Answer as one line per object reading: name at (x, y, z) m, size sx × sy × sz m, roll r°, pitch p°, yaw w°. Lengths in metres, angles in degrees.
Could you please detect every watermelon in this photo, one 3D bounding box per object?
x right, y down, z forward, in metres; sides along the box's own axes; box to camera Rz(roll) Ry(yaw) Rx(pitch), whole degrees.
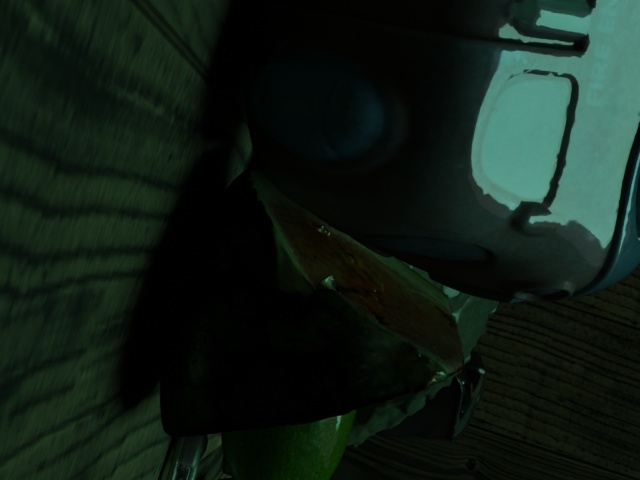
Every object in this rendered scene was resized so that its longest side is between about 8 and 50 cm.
watermelon at (-0.014, 0.022, 0.940) m, size 0.303 × 0.159 × 0.128 m, roll -17°, pitch 95°, yaw -84°

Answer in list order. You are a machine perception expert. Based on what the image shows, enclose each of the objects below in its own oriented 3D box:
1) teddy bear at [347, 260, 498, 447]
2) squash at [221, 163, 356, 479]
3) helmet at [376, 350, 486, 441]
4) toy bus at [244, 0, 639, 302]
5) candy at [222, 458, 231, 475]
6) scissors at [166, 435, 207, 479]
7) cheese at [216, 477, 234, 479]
teddy bear at (0.046, -0.003, 1.543) m, size 0.367 × 0.225 × 0.357 m, roll 64°, pitch 43°, yaw -64°
squash at (0.000, 0.000, 1.145) m, size 0.101 × 0.101 × 0.378 m, roll -60°, pitch 165°, yaw -75°
helmet at (0.078, 0.065, 2.017) m, size 0.271 × 0.197 × 0.338 m, roll -4°, pitch 88°, yaw -77°
toy bus at (0.069, -0.114, 0.883) m, size 0.232 × 0.197 × 0.294 m, roll -1°, pitch 105°, yaw -49°
candy at (-0.057, 0.168, 1.712) m, size 0.062 × 0.038 × 0.122 m, roll 104°, pitch 5°, yaw -49°
scissors at (-0.084, 0.128, 1.173) m, size 0.085 × 0.022 × 0.176 m, roll 93°, pitch 12°, yaw -79°
cheese at (-0.088, 0.271, 1.427) m, size 0.286 × 0.082 × 0.163 m, roll 68°, pitch 39°, yaw -81°
